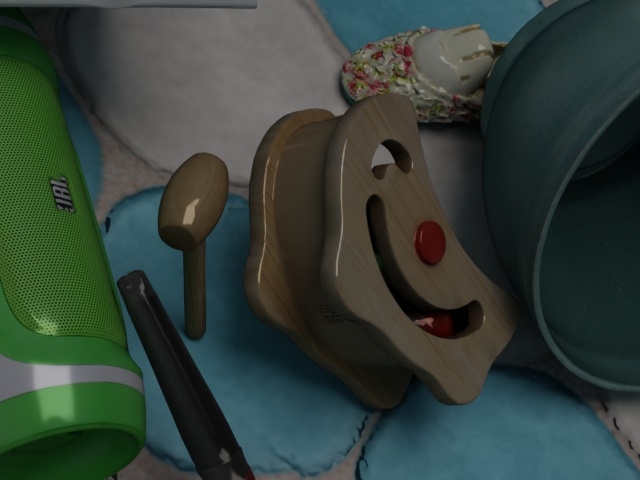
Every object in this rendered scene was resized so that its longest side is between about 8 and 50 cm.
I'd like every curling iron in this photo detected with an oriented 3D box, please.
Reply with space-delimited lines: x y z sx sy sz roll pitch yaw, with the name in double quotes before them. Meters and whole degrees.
"curling iron" -0.045 0.136 0.947 0.068 0.035 0.274 -39 101 -35

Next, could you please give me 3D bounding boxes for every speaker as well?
"speaker" -0.193 0.000 0.952 0.131 0.131 0.296 -4 62 -30

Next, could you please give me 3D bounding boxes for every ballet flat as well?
"ballet flat" 0.134 -0.135 1.246 0.241 0.077 0.091 1 60 -26

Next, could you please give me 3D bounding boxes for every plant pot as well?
"plant pot" 0.235 -0.065 1.147 0.293 0.293 0.196 0 32 -27

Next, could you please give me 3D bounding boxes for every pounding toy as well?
"pounding toy" 0.000 0.000 1.043 0.269 0.155 0.154 42 54 -38

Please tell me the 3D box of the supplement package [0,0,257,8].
"supplement package" -0.177 -0.265 1.012 0.199 0.198 0.263 -4 19 -30
